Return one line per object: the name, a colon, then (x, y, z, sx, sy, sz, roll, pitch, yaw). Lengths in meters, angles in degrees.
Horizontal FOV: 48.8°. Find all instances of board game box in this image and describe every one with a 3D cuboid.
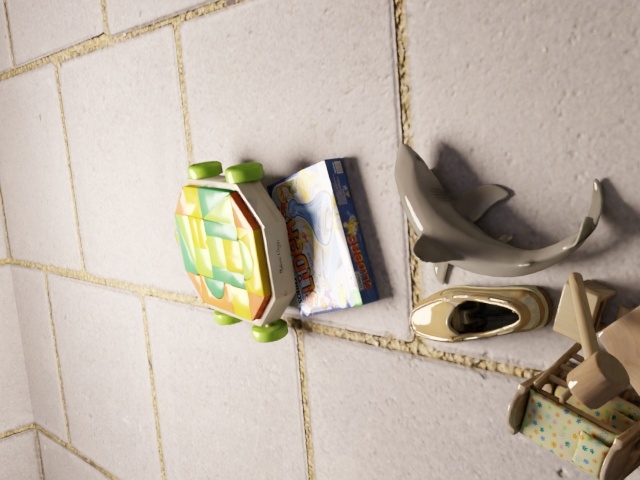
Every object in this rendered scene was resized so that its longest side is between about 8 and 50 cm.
board game box: (0.000, 0.000, 0.992, 0.136, 0.035, 0.201, -19, 85, 48)

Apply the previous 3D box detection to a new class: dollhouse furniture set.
dollhouse furniture set: (0.288, 0.145, 0.657, 0.181, 0.101, 0.161, 26, 118, 42)

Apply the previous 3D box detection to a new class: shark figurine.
shark figurine: (0.163, 0.002, 0.757, 0.278, 0.116, 0.166, 22, 116, 45)

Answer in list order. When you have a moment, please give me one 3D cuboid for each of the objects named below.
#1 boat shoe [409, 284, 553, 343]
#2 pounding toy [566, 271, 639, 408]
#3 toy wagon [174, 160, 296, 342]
boat shoe: (0.163, 0.085, 0.802, 0.190, 0.072, 0.068, -21, 84, 49)
pounding toy: (0.286, 0.078, 0.563, 0.094, 0.206, 0.181, -50, 63, 42)
toy wagon: (-0.158, 0.010, 1.123, 0.344, 0.068, 0.267, 11, 113, 51)
